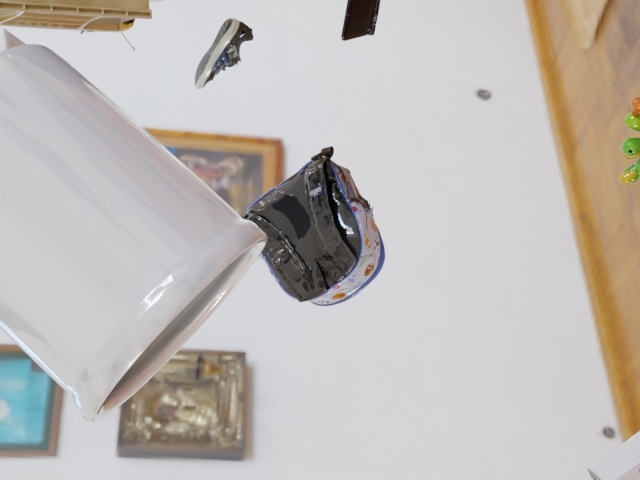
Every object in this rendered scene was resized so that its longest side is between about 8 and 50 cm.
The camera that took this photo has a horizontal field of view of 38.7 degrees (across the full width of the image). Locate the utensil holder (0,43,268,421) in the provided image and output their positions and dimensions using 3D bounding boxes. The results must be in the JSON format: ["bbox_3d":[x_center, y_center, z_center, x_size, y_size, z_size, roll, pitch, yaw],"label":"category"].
[{"bbox_3d":[-0.314,-0.017,1.185,0.327,0.385,0.327,-46,-4,-4],"label":"utensil holder"}]

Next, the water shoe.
[{"bbox_3d":[-0.230,-0.431,2.170,0.203,0.080,0.073,-52,30,31],"label":"water shoe"}]

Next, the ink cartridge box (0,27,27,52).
[{"bbox_3d":[-0.526,-0.242,1.623,0.160,0.092,0.219,36,-153,-53],"label":"ink cartridge box"}]

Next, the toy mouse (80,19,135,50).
[{"bbox_3d":[-0.355,-0.365,1.392,0.031,0.143,0.161,-41,47,55],"label":"toy mouse"}]

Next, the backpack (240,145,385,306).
[{"bbox_3d":[0.000,0.000,1.847,0.276,0.213,0.263,-37,57,24],"label":"backpack"}]

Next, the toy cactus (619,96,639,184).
[{"bbox_3d":[0.581,-0.179,1.513,0.112,0.180,0.219,48,151,38],"label":"toy cactus"}]

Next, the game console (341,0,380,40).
[{"bbox_3d":[0.067,-0.420,1.576,0.107,0.071,0.122,-108,23,-51],"label":"game console"}]

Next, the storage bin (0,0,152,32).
[{"bbox_3d":[-0.370,-0.424,1.215,0.123,0.260,0.263,5,100,50],"label":"storage bin"}]

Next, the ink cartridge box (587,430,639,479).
[{"bbox_3d":[0.665,0.377,1.655,0.176,0.370,0.069,62,173,-35],"label":"ink cartridge box"}]
